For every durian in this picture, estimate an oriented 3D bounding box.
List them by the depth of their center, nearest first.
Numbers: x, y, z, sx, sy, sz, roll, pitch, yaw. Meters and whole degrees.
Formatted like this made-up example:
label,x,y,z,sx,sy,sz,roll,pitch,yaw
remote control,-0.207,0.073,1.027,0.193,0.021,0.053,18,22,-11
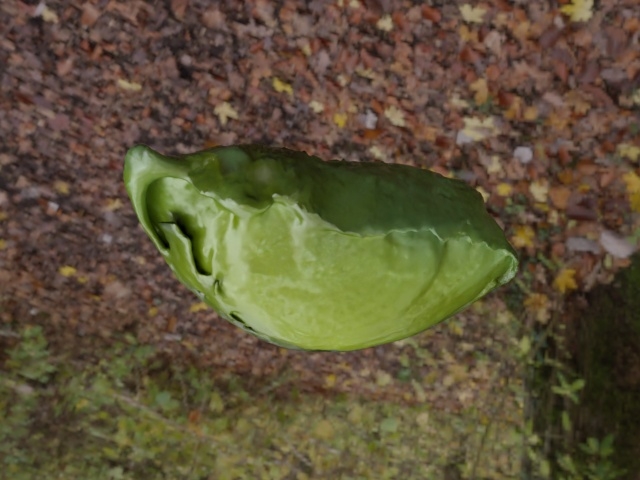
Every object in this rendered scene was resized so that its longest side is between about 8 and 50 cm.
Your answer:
label,x,y,z,sx,sy,sz,roll,pitch,yaw
durian,0.000,0.000,0.567,0.250,0.101,0.139,8,125,-14
